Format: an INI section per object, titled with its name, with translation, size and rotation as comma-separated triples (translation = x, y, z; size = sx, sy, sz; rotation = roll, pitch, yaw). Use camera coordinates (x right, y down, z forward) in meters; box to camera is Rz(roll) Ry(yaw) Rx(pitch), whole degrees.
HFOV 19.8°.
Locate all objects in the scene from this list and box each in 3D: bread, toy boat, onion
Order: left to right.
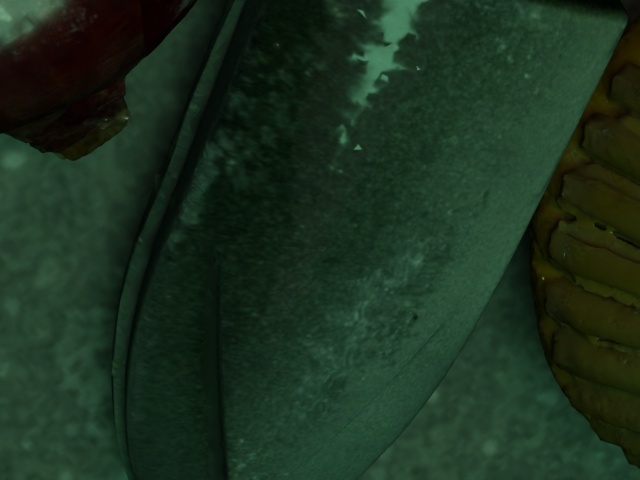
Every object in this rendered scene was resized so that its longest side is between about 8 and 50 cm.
[onion]
translation = -0.122, -0.082, 0.659
size = 0.206, 0.098, 0.151
rotation = -31, 112, -1
[toy boat]
translation = 0.000, 0.000, 0.727
size = 0.141, 0.092, 0.319
rotation = 16, 113, -19
[bread]
translation = 0.198, 0.000, 0.742
size = 0.240, 0.139, 0.240
rotation = -4, 108, -13
